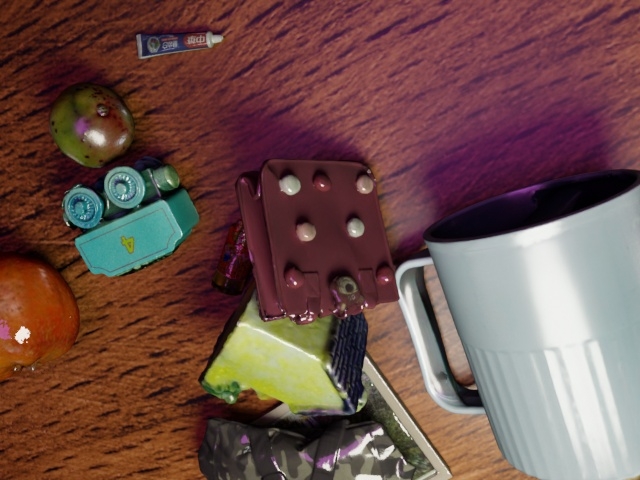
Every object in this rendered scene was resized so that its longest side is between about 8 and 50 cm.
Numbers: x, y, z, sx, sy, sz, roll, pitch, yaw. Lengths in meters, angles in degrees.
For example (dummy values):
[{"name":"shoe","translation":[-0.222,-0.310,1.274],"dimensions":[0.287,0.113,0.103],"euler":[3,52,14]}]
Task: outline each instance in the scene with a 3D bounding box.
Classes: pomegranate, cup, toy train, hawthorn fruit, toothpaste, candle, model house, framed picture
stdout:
[{"name":"pomegranate","translation":[-0.336,-0.170,0.972],"dimensions":[0.130,0.130,0.130],"euler":[2,102,12]},{"name":"cup","translation":[0.265,0.110,0.813],"dimensions":[0.331,0.257,0.311],"euler":[-17,98,14]},{"name":"toy train","translation":[-0.287,-0.036,0.990],"dimensions":[0.198,0.107,0.154],"euler":[-22,103,16]},{"name":"hawthorn fruit","translation":[-0.484,0.098,1.025],"dimensions":[0.196,0.196,0.225],"euler":[-18,81,16]},{"name":"toothpaste","translation":[-0.208,-0.290,0.962],"dimensions":[0.140,0.021,0.037],"euler":[-1,96,16]},{"name":"candle","translation":[-0.122,0.016,0.988],"dimensions":[0.052,0.052,0.131],"euler":[24,105,7]},{"name":"model house","translation":[-0.029,0.148,0.927],"dimensions":[0.211,0.194,0.170],"euler":[28,122,-7]},{"name":"framed picture","translation":[0.010,0.350,1.041],"dimensions":[0.324,0.020,0.240],"euler":[-34,92,17]}]

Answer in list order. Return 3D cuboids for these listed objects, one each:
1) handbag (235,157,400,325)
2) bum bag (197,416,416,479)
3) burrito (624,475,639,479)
[{"name":"handbag","translation":[0.002,-0.001,0.858],"dimensions":[0.074,0.203,0.216],"euler":[-26,72,48]},{"name":"bum bag","translation":[-0.028,0.332,0.989],"dimensions":[0.340,0.095,0.144],"euler":[-2,115,15]},{"name":"burrito","translation":[0.474,0.371,0.880],"dimensions":[0.332,0.135,0.190],"euler":[-15,89,18]}]
